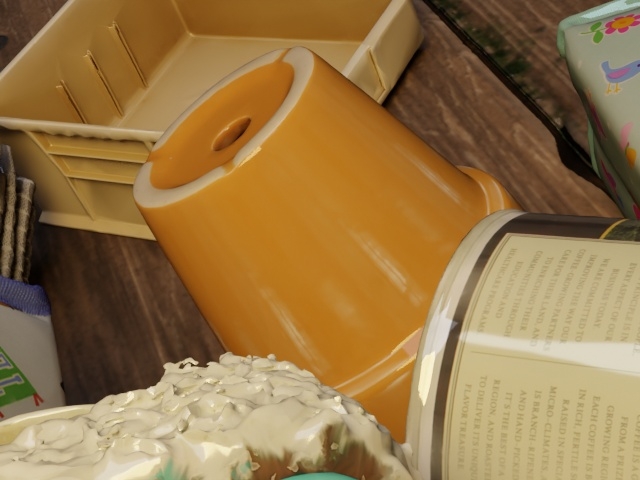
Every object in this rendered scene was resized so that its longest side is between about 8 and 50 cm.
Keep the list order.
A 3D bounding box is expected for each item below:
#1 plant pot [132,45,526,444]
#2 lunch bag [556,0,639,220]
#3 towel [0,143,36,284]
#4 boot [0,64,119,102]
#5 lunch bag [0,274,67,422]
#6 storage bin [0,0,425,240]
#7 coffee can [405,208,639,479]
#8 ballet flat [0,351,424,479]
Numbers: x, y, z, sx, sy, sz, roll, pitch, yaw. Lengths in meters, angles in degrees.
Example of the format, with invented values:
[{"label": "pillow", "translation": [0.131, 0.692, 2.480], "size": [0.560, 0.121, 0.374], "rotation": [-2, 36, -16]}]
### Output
[{"label": "plant pot", "translation": [0.000, 0.000, 0.736], "size": [0.205, 0.188, 0.205], "rotation": [-32, 27, 19]}, {"label": "lunch bag", "translation": [0.299, -0.078, 0.738], "size": [0.262, 0.160, 0.223], "rotation": [-21, 36, 6]}, {"label": "towel", "translation": [-0.324, 0.058, 0.900], "size": [0.235, 0.121, 0.283], "rotation": [-12, 58, 16]}, {"label": "boot", "translation": [-0.303, -0.137, 1.170], "size": [0.208, 0.076, 0.189], "rotation": [-34, 55, -2]}, {"label": "lunch bag", "translation": [-0.323, 0.204, 0.635], "size": [0.386, 0.239, 0.327], "rotation": [-26, 57, 17]}, {"label": "storage bin", "translation": [-0.091, -0.131, 1.021], "size": [0.260, 0.123, 0.262], "rotation": [8, 49, 33]}, {"label": "coffee can", "translation": [0.204, 0.092, 0.568], "size": [0.275, 0.201, 0.201], "rotation": [5, 48, 30]}, {"label": "ballet flat", "translation": [-0.163, 0.140, 0.436], "size": [0.409, 0.147, 0.147], "rotation": [-17, 38, -14]}]
